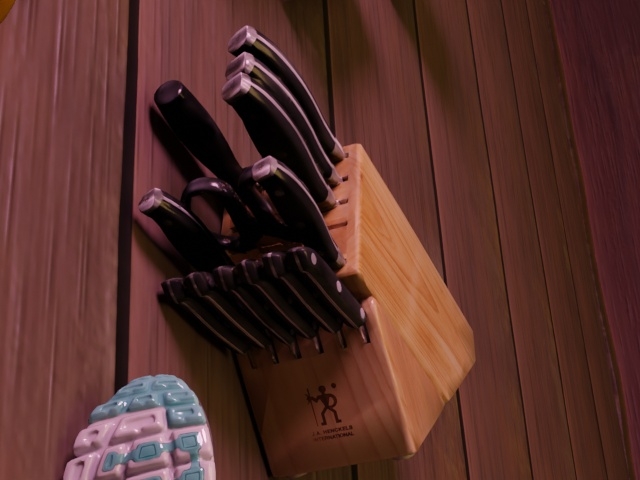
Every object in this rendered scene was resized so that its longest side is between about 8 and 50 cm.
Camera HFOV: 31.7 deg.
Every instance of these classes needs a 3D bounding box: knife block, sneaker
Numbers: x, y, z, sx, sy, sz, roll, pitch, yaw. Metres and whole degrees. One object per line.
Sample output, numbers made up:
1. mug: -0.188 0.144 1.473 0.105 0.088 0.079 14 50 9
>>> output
1. knife block: 0.000 0.000 0.659 0.276 0.088 0.242 -27 103 -70
2. sneaker: -0.065 0.139 0.453 0.076 0.065 0.166 72 15 -69

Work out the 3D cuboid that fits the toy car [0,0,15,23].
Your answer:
1. toy car: -0.155 -0.110 0.263 0.136 0.159 0.182 46 7 26
